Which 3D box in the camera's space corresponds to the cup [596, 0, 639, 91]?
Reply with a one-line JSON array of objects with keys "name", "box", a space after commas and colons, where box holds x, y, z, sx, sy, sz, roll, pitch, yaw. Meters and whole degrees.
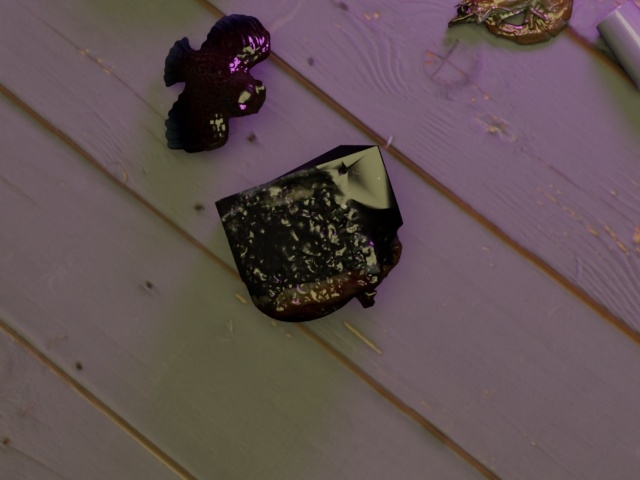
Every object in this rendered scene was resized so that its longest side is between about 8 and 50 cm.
[{"name": "cup", "box": [0.449, -0.275, 1.826, 0.104, 0.074, 0.116, -33, 82, -21]}]

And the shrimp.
[{"name": "shrimp", "box": [0.266, -0.319, 1.854, 0.180, 0.041, 0.099, -12, 103, 2]}]

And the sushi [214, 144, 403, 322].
[{"name": "sushi", "box": [-0.001, 0.000, 1.774, 0.227, 0.215, 0.212, -19, 88, 3]}]

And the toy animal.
[{"name": "toy animal", "box": [-0.143, -0.215, 1.807, 0.116, 0.179, 0.218, 30, 91, -23]}]
